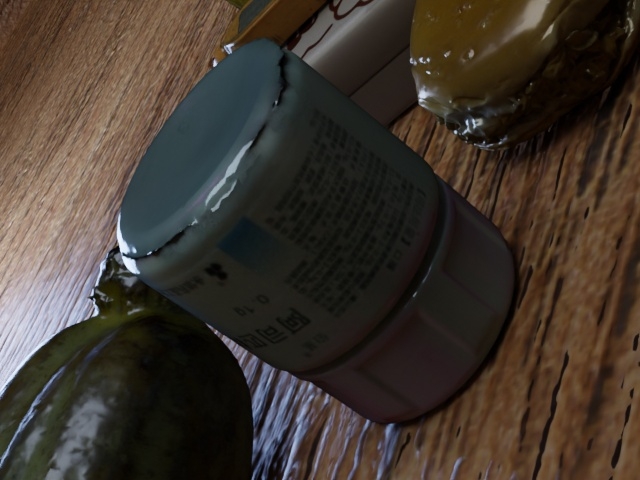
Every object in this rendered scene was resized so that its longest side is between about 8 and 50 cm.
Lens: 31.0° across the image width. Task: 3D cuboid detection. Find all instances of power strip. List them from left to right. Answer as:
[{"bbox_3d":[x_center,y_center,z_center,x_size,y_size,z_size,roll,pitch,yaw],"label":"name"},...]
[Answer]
[{"bbox_3d":[-0.018,-0.174,0.810,0.178,0.028,0.049,-40,29,26],"label":"power strip"}]

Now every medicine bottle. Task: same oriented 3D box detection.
[{"bbox_3d":[0.000,0.000,0.579,0.135,0.168,0.135,-40,29,28],"label":"medicine bottle"}]

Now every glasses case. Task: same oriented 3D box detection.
[{"bbox_3d":[0.025,-0.144,0.824,0.336,0.076,0.144,-38,29,29],"label":"glasses case"}]

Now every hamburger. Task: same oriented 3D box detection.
[{"bbox_3d":[0.115,-0.127,0.645,0.138,0.083,0.147,-29,38,33],"label":"hamburger"}]

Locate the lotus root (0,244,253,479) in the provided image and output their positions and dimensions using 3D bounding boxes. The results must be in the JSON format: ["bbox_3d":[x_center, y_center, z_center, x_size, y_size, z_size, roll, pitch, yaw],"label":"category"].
[{"bbox_3d":[-0.125,0.144,0.637,0.173,0.173,0.309,-16,45,53],"label":"lotus root"}]

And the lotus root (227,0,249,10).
[{"bbox_3d":[0.002,-0.393,1.151,0.375,0.111,0.391,-5,57,60],"label":"lotus root"}]
